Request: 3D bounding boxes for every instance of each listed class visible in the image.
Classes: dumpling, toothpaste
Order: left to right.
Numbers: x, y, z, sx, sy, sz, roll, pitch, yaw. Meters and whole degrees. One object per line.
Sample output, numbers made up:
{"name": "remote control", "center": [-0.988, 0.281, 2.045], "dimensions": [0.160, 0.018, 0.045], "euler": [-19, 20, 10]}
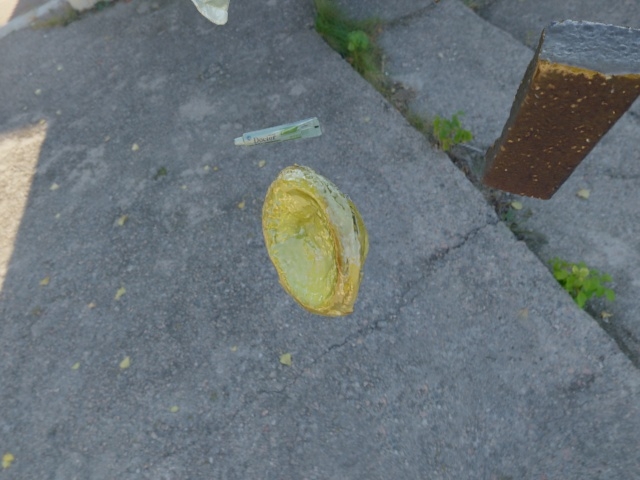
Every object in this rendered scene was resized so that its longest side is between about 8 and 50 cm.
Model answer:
{"name": "dumpling", "center": [-0.331, -0.718, 1.175], "dimensions": [0.131, 0.179, 0.252], "euler": [-6, 93, 36]}
{"name": "toothpaste", "center": [-0.097, -0.235, 0.957], "dimensions": [0.197, 0.048, 0.029], "euler": [-8, 48, 9]}

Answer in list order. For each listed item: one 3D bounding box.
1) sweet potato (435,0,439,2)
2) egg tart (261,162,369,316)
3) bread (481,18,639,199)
{"name": "sweet potato", "center": [0.365, -0.758, 1.138], "dimensions": [0.059, 0.250, 0.069], "euler": [32, 32, 8]}
{"name": "egg tart", "center": [0.000, 0.000, 0.860], "dimensions": [0.120, 0.315, 0.315], "euler": [-17, 45, -34]}
{"name": "bread", "center": [0.422, -0.212, 0.792], "dimensions": [0.165, 0.416, 0.113], "euler": [14, 74, 12]}
